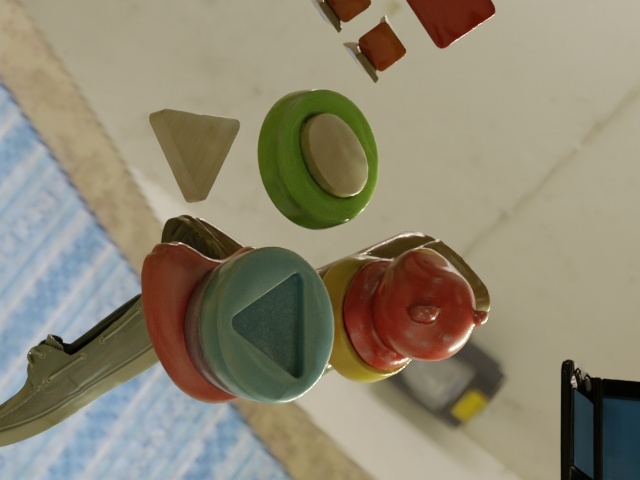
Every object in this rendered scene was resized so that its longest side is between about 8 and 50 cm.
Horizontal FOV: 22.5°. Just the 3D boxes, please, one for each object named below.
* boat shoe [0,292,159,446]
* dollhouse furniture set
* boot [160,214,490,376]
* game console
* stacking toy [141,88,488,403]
[{"bbox_3d":[-0.261,0.130,1.659,0.227,0.081,0.079,-31,-166,-6],"label":"boat shoe"},{"bbox_3d":[0.102,-0.342,1.831,0.262,0.259,0.135,-35,-162,4],"label":"dollhouse furniture set"},{"bbox_3d":[0.004,0.038,1.615,0.269,0.236,0.089,-20,149,-42],"label":"boot"},{"bbox_3d":[0.257,0.171,1.396,0.071,0.107,0.122,-8,-115,26],"label":"game console"},{"bbox_3d":[0.000,0.000,1.403,0.309,0.280,0.130,-9,-179,-43],"label":"stacking toy"}]
